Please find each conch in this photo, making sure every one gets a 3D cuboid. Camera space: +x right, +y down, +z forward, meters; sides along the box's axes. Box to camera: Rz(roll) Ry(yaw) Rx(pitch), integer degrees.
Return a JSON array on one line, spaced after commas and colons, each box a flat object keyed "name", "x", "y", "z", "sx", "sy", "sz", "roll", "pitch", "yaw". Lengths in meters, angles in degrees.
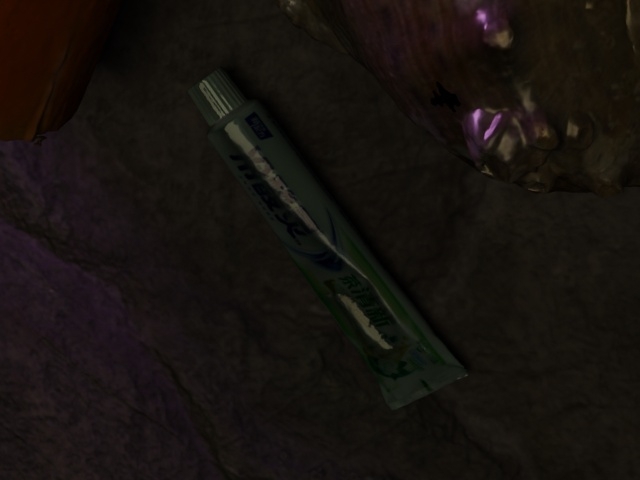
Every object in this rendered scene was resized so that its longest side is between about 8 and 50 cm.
[{"name": "conch", "x": 0.100, "y": -0.171, "z": 0.713, "sx": 0.352, "sy": 0.210, "sz": 0.297, "roll": 4, "pitch": 110, "yaw": 19}]

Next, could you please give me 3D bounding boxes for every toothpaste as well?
[{"name": "toothpaste", "x": 0.000, "y": 0.000, "z": 0.910, "sx": 0.075, "sy": 0.048, "sz": 0.296, "roll": -31, "pitch": 99, "yaw": 28}]

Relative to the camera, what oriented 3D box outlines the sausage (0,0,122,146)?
[{"name": "sausage", "x": -0.218, "y": -0.245, "z": 0.793, "sx": 0.233, "sy": 0.233, "sz": 0.287, "roll": 32, "pitch": 116, "yaw": 7}]
